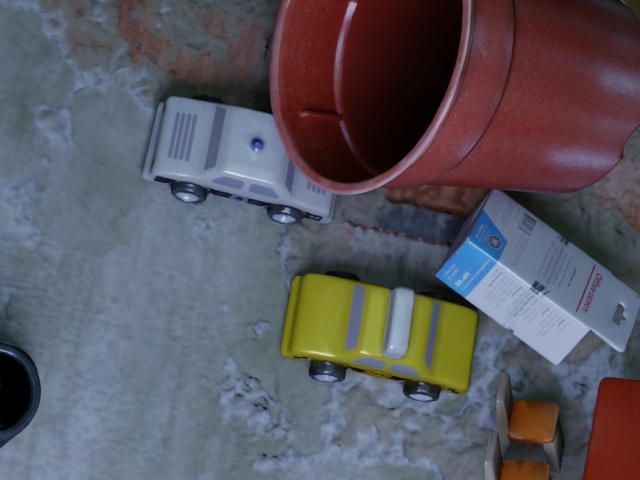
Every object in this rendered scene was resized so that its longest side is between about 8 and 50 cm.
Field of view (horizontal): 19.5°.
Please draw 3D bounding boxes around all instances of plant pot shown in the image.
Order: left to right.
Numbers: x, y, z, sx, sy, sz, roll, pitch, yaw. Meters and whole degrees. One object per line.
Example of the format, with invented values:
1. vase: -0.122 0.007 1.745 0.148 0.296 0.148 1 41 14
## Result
1. plant pot: 0.139 -0.157 1.698 0.265 0.272 0.272 9 72 -38

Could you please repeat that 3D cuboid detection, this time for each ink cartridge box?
1. ink cartridge box: 0.208 0.044 1.758 0.180 0.060 0.104 37 36 -3

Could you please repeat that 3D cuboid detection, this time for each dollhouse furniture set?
1. dollhouse furniture set: 0.268 0.215 1.616 0.262 0.135 0.259 5 42 12

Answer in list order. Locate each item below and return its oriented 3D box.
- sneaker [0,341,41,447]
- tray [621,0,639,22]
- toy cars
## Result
1. sneaker: -0.346 0.184 1.553 0.104 0.147 0.296 45 71 -2
2. tray: 0.340 -0.265 1.892 0.411 0.076 0.203 40 70 -2
3. toy cars: 0.000 0.000 1.724 0.176 0.087 0.393 -37 87 -21
